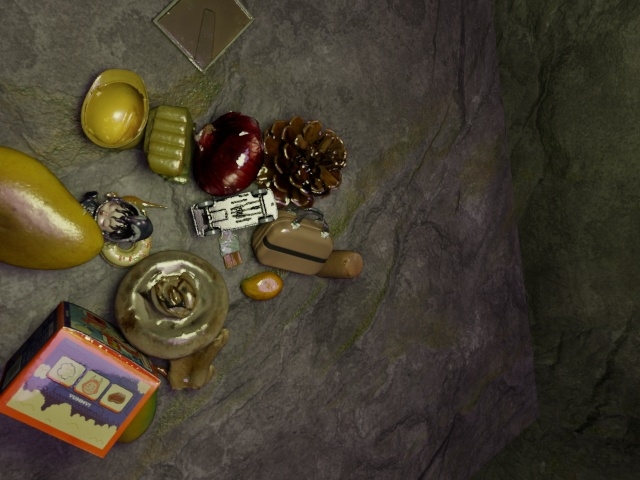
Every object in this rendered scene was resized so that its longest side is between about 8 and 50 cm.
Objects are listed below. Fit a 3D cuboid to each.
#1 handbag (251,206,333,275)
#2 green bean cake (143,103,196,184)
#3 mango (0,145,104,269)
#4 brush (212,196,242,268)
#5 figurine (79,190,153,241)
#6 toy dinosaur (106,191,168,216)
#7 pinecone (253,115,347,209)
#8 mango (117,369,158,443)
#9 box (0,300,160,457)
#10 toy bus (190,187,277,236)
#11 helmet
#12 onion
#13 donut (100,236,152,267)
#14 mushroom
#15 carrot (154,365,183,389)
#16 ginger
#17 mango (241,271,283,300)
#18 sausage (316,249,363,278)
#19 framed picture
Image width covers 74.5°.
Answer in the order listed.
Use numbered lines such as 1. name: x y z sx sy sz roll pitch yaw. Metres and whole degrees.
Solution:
1. handbag: -0.088 -0.011 1.644 0.301 0.149 0.283 19 119 -31
2. green bean cake: -0.489 -0.307 1.376 0.124 0.236 0.233 7 88 -11
3. mango: -0.827 -0.079 1.175 0.444 0.220 0.302 28 95 -22
4. brush: -0.364 -0.061 1.603 0.085 0.020 0.337 -18 103 -29
5. figurine: -0.648 -0.058 1.338 0.222 0.145 0.146 16 85 2
6. toy dinosaur: -0.622 -0.132 1.427 0.162 0.039 0.126 -33 109 -27
7. pinecone: -0.063 -0.293 1.570 0.384 0.384 0.385 -3 96 -32
8. mango: -0.625 0.559 1.427 0.156 0.114 0.251 16 95 -50
9. box: -0.702 0.384 1.242 0.318 0.348 0.257 43 72 -26
10. toy bus: -0.309 -0.102 1.530 0.292 0.133 0.126 -14 96 -13
11. helmet: -0.627 -0.392 1.343 0.205 0.140 0.257 7 80 0
12. onion: -0.322 -0.296 1.433 0.232 0.313 0.314 27 80 -45
13. donut: -0.641 0.038 1.413 0.165 0.065 0.108 -21 105 -29
14. mushroom: -0.474 0.196 1.374 0.362 0.294 0.363 9 64 -19
15. carrot: -0.549 0.499 1.533 0.035 0.035 0.142 -45 109 -21
16. ginger: -0.444 0.426 1.540 0.275 0.130 0.221 -45 126 -22
17. mango: -0.227 0.185 1.671 0.164 0.089 0.115 -22 104 -26
18. sausage: 0.073 0.100 1.755 0.123 0.252 0.123 0 89 -32
19. framed picture: -0.408 -0.788 1.511 0.232 0.024 0.315 45 71 -27
